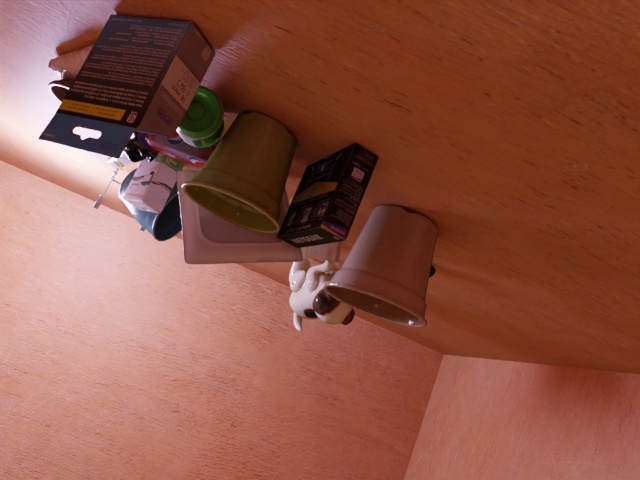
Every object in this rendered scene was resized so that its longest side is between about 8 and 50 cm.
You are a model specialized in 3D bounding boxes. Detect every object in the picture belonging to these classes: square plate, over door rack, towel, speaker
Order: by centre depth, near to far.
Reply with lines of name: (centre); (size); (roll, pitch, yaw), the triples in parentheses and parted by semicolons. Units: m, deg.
speaker: (-0.304, -0.304, 1.304); (0.131, 0.131, 0.296); (25, 180, -12)
towel: (-0.584, -0.433, 1.511); (0.331, 0.053, 0.317); (7, 159, 42)
square plate: (-0.243, -0.085, 1.565); (0.347, 0.344, 0.049); (0, 146, -22)
over door rack: (-0.869, -0.207, 2.396); (0.239, 0.108, 0.324); (29, -155, -22)

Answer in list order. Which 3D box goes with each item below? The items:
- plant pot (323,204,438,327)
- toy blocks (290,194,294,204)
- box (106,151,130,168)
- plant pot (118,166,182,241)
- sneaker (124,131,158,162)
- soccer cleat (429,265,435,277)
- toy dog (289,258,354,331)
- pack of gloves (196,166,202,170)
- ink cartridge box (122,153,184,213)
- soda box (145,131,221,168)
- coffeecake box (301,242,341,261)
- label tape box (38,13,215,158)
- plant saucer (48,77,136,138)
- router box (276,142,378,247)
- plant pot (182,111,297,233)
plant pot: (0.216, 0.068, 1.635); (0.333, 0.305, 0.334); (20, 165, 5)
toy blocks: (-0.032, -0.106, 1.874); (0.123, 0.054, 0.148); (16, 165, 22)
box: (-0.786, -0.347, 2.089); (0.063, 0.067, 0.324); (29, 163, -29)
plant pot: (-0.713, -0.176, 2.246); (0.255, 0.272, 0.272); (33, 168, 12)
sneaker: (-0.659, -0.338, 1.816); (0.283, 0.124, 0.107); (11, 161, 38)
soccer cleat: (0.372, 0.110, 2.053); (0.072, 0.060, 0.179); (35, 164, -36)
toy dog: (0.003, 0.277, 2.571); (0.284, 0.395, 0.408); (39, 168, -25)
pack of gloves: (-0.361, -0.193, 1.934); (0.232, 0.046, 0.195); (19, 145, 15)
ink cartridge box: (-0.640, -0.227, 1.996); (0.160, 0.219, 0.092); (9, 161, 41)
soda box: (-0.418, -0.301, 1.678); (0.263, 0.083, 0.092); (21, 165, 7)
coffeecake box: (0.000, 0.000, 1.924); (0.068, 0.142, 0.185); (6, 178, 39)
label tape box: (-0.409, -0.313, 1.118); (0.240, 0.334, 0.106); (15, 164, 25)
plant saucer: (-0.685, -0.403, 1.589); (0.278, 0.041, 0.278); (24, 167, 6)
router box: (0.010, -0.111, 1.419); (0.081, 0.243, 0.309); (28, 165, -21)
plant pot: (-0.191, -0.192, 1.398); (0.276, 0.254, 0.276); (20, 166, 5)
